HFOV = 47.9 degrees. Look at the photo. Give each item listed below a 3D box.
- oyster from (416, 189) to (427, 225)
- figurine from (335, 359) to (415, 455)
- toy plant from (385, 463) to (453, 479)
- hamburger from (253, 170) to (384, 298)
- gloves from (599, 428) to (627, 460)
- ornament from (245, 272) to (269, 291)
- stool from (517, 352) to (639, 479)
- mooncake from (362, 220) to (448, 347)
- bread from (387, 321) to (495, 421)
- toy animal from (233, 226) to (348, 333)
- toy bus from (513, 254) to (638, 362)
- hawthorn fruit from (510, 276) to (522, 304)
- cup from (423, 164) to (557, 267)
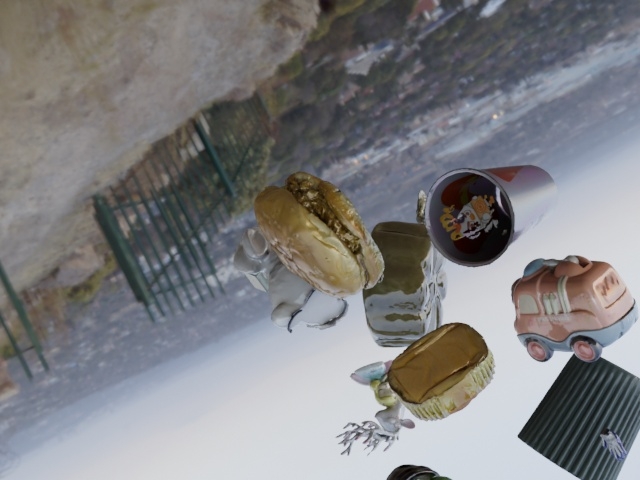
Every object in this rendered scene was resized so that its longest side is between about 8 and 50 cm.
[{"bbox_3d":[0.337,-0.080,2.320,0.053,0.165,0.108,4,140,14],"label":"oyster"},{"bbox_3d":[0.187,0.607,2.555,0.284,0.315,0.206,-5,148,-24],"label":"figurine"},{"bbox_3d":[0.280,0.740,2.029,0.218,0.175,0.235,-50,-156,-10],"label":"toy plant"},{"bbox_3d":[0.000,0.000,1.518,0.158,0.318,0.318,-41,180,-13],"label":"hamburger"},{"bbox_3d":[0.750,0.525,1.848,0.026,0.086,0.064,-29,171,-22],"label":"gloves"},{"bbox_3d":[-0.102,0.039,2.155,0.285,0.130,0.120,-27,-147,-19],"label":"ornament"},{"bbox_3d":[0.793,0.517,2.122,0.330,0.297,0.297,-60,177,-1],"label":"stool"},{"bbox_3d":[0.259,0.135,2.134,0.201,0.378,0.378,-1,-174,19],"label":"mooncake"},{"bbox_3d":[0.225,0.243,1.317,0.190,0.132,0.114,-36,133,-2],"label":"bread"},{"bbox_3d":[-0.096,0.076,1.826,0.258,0.357,0.193,-15,126,-43],"label":"toy animal"},{"bbox_3d":[0.580,0.147,1.689,0.194,0.232,0.288,-33,-167,-32],"label":"toy bus"},{"bbox_3d":[0.731,0.184,2.436,0.172,0.148,0.148,-26,178,34],"label":"hawthorn fruit"},{"bbox_3d":[0.371,-0.072,1.493,0.288,0.203,0.203,-18,171,-47],"label":"cup"}]
